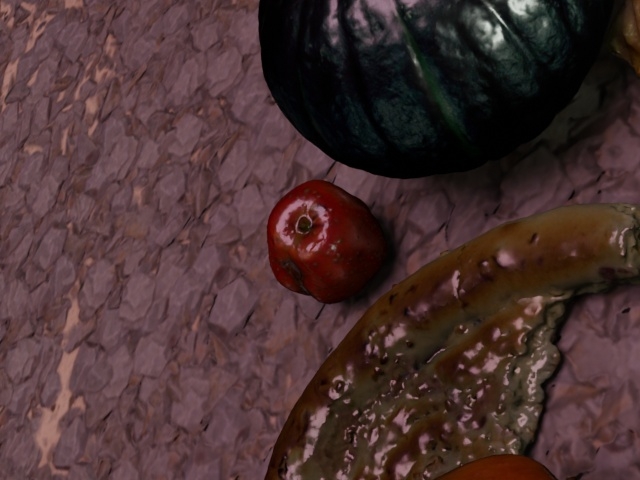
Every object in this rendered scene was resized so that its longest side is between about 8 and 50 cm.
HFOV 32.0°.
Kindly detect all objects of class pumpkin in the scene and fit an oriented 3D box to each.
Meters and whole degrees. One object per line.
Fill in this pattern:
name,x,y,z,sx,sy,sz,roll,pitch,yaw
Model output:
pumpkin,0.053,-0.172,0.705,0.248,0.248,0.248,-22,56,37

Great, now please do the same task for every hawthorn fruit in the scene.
hawthorn fruit,0.000,0.000,0.790,0.093,0.093,0.093,-22,56,37

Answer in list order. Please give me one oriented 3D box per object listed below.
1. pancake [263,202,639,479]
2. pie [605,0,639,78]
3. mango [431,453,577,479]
pancake,0.063,0.110,0.699,0.376,0.054,0.197,-51,44,16
pie,0.257,-0.185,0.616,0.282,0.068,0.128,-60,37,28
mango,0.061,0.250,0.579,0.146,0.129,0.289,18,96,22
